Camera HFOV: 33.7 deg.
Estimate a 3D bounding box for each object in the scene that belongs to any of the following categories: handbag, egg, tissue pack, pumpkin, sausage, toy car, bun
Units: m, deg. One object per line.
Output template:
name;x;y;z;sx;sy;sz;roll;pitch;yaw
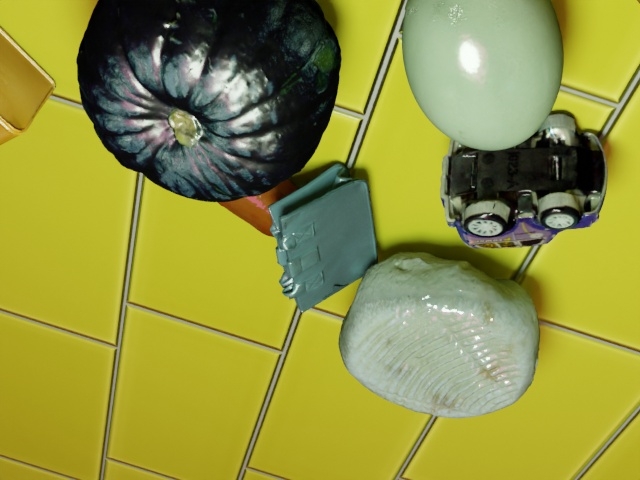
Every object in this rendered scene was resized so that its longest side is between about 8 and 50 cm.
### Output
handbag;0.000;0.000;1.715;0.062;0.179;0.229;46;158;40
egg;0.207;-0.240;1.351;0.203;0.203;0.282;-4;137;22
tissue pack;-0.595;-0.224;1.682;0.275;0.145;0.194;-19;129;35
pumpkin;-0.153;-0.225;1.441;0.363;0.266;0.363;12;137;12
sausage;-0.155;-0.114;1.690;0.348;0.094;0.097;35;113;-21
toy car;0.301;-0.072;1.551;0.235;0.172;0.158;-1;152;16
bun;0.209;0.152;1.791;0.355;0.194;0.354;10;137;9

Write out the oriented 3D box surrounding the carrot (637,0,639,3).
carrot;0.441;-0.336;1.163;0.341;0.224;0.224;40;134;-16
